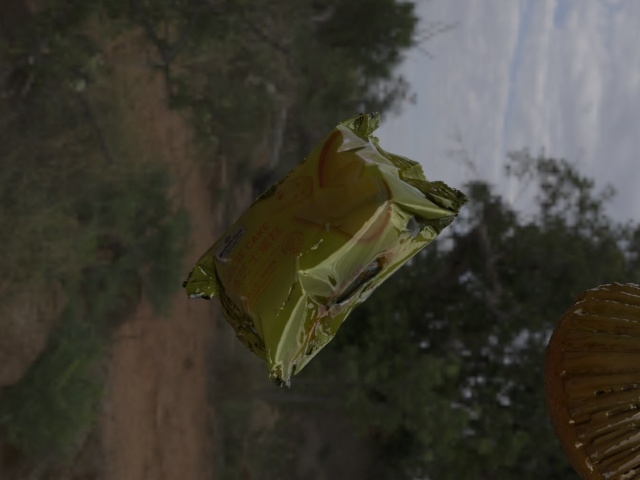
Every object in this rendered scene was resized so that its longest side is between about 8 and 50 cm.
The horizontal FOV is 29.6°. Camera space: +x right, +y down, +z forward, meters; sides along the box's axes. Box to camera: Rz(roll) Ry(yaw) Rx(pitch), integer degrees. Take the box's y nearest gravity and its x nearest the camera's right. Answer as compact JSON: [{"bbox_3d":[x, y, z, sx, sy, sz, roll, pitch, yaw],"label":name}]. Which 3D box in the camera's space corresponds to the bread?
[{"bbox_3d":[0.325,0.153,1.186,0.139,0.240,0.239,-24,-121,52],"label":"bread"}]

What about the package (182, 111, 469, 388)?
[{"bbox_3d":[0.000,0.000,0.978,0.168,0.226,0.090,44,-3,45],"label":"package"}]
